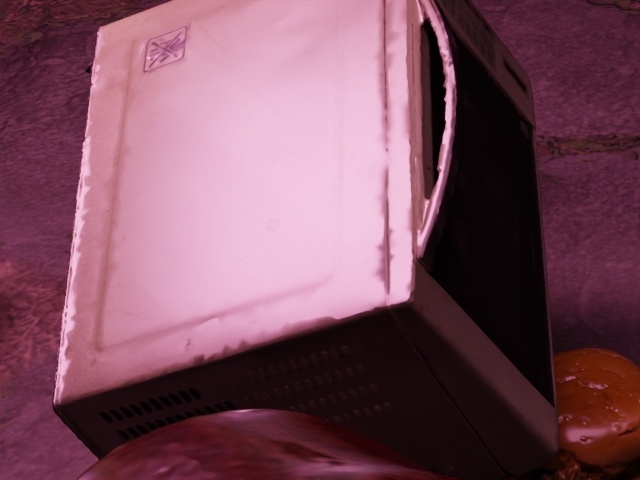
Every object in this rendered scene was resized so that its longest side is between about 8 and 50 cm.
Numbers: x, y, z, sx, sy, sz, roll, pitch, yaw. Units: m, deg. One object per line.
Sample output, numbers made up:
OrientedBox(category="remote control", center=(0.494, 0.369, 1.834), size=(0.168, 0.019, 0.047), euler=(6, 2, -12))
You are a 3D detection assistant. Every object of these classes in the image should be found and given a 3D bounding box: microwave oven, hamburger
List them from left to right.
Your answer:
OrientedBox(category="microwave oven", center=(0.000, 0.000, 1.479), size=(0.333, 0.247, 0.394), euler=(-18, 45, 20))
OrientedBox(category="hamburger", center=(0.196, 0.144, 1.486), size=(0.138, 0.083, 0.147), euler=(-17, 28, -8))

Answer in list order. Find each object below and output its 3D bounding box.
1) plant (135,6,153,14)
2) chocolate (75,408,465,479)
OrientedBox(category="plant", center=(-0.027, -0.115, 1.843), size=(0.312, 0.215, 0.213), euler=(-5, 27, -25))
OrientedBox(category="chocolate", center=(-0.022, 0.246, 1.073), size=(0.383, 0.384, 0.331), euler=(-20, 33, -21))
